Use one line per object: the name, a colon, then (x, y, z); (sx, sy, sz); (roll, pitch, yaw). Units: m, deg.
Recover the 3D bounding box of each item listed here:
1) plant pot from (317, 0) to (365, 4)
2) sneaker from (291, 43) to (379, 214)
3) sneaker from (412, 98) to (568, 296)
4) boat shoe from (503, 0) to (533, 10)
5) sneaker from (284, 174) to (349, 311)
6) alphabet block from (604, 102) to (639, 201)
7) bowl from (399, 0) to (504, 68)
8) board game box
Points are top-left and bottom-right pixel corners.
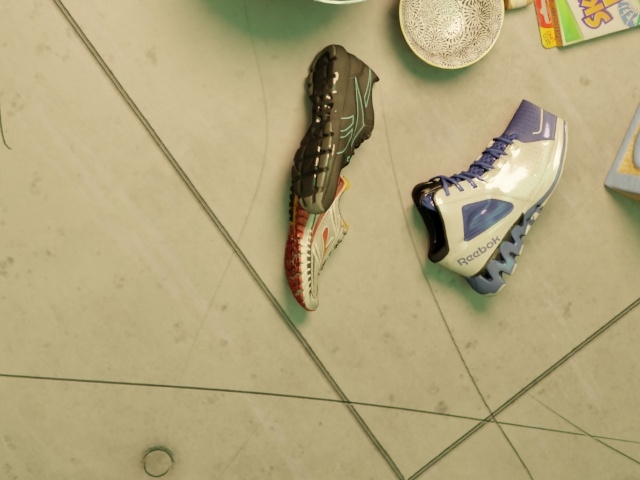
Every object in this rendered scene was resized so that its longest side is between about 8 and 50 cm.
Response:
plant pot: (-0.003, -0.477, 1.576); (0.293, 0.235, 0.293); (-3, 101, -14)
sneaker: (0.032, -0.161, 1.685); (0.106, 0.101, 0.267); (20, 72, -32)
sneaker: (0.252, -0.081, 1.768); (0.182, 0.127, 0.315); (20, 95, -19)
boat shoe: (0.309, -0.448, 1.758); (0.059, 0.063, 0.170); (-9, 111, -16)
sneaker: (0.000, 0.000, 1.736); (0.092, 0.088, 0.225); (4, 98, -17)
alphabet block: (0.619, -0.127, 1.824); (0.197, 0.193, 0.192); (23, 94, -17)
bowl: (0.189, -0.350, 1.730); (0.170, 0.080, 0.170); (-2, 99, -14)
board game box: (0.471, -0.401, 1.823); (0.259, 0.039, 0.124); (-16, 102, -9)
